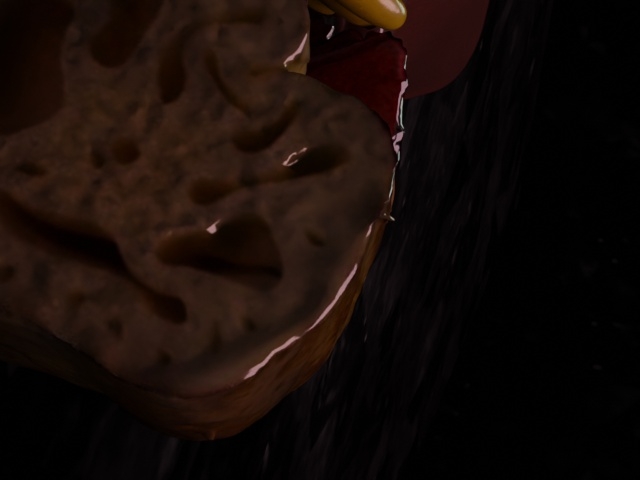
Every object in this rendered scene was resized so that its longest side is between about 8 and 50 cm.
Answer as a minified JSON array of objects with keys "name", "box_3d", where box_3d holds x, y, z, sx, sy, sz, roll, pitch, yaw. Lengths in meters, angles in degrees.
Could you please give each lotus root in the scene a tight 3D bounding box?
[{"name":"lotus root","box_3d":[-0.095,-0.031,1.144,0.250,0.316,0.316,92,17,-68]}]

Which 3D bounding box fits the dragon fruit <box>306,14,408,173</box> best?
[{"name":"dragon fruit","box_3d":[-0.077,-0.039,1.353,0.343,0.100,0.282,17,-80,57]}]

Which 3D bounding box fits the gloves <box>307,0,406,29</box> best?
[{"name":"gloves","box_3d":[-0.037,-0.242,1.240,0.116,0.133,0.294,-44,130,-9]}]

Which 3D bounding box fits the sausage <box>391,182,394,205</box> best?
[{"name":"sausage","box_3d":[0.000,-0.001,2.076,0.121,0.121,0.304,93,15,-49]}]

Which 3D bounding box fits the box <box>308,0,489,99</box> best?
[{"name":"box","box_3d":[0.101,-0.333,1.993,0.263,0.108,0.404,-20,128,-50]}]
